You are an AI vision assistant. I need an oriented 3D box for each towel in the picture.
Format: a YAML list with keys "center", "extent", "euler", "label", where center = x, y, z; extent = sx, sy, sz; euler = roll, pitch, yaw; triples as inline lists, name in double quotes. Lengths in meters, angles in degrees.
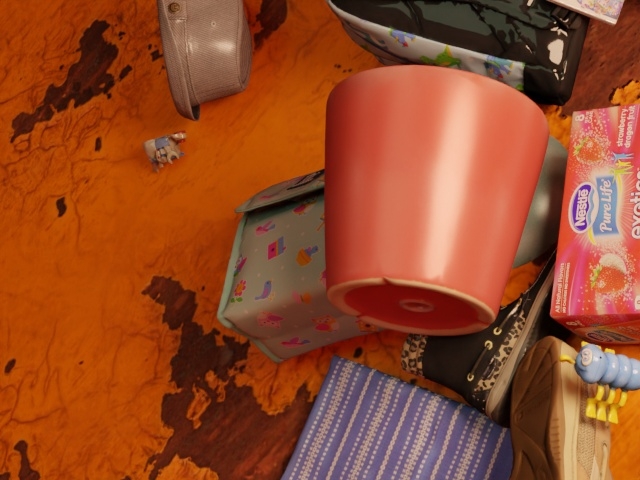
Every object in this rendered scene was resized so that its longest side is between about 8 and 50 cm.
- center: [0.089, 0.295, 1.631]
  extent: [0.336, 0.040, 0.243]
  euler: [17, 80, 41]
  label: "towel"

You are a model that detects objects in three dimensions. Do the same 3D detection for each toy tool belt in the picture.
- center: [-0.235, -0.137, 2.077]
  extent: [0.083, 0.052, 0.051]
  euler: [-13, 94, 36]
  label: "toy tool belt"

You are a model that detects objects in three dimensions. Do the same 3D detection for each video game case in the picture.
- center: [0.322, -0.320, 1.561]
  extent: [0.087, 0.011, 0.122]
  euler: [21, 80, 0]
  label: "video game case"

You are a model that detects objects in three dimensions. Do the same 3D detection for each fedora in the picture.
- center: [-0.171, -0.318, 2.021]
  extent: [0.124, 0.244, 0.275]
  euler: [-9, 58, 2]
  label: "fedora"

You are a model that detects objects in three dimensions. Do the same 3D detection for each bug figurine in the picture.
- center: [0.344, 0.227, 1.358]
  extent: [0.072, 0.216, 0.279]
  euler: [134, 142, -52]
  label: "bug figurine"

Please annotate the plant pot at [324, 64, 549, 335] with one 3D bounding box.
- center: [0.121, -0.033, 1.546]
  extent: [0.275, 0.275, 0.243]
  euler: [-6, 66, 36]
  label: "plant pot"

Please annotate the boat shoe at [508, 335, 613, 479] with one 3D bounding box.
- center: [0.263, 0.263, 1.411]
  extent: [0.121, 0.110, 0.341]
  euler: [-40, 30, 50]
  label: "boat shoe"

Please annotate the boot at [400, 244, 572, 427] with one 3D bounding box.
- center: [0.208, 0.089, 1.606]
  extent: [0.178, 0.085, 0.236]
  euler: [21, 82, 44]
  label: "boot"

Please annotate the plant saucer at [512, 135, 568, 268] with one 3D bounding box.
- center: [0.228, -0.058, 1.689]
  extent: [0.195, 0.037, 0.195]
  euler: [-17, 60, 31]
  label: "plant saucer"

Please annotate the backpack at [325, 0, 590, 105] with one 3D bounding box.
- center: [0.175, -0.329, 1.723]
  extent: [0.355, 0.273, 0.290]
  euler: [13, 81, 10]
  label: "backpack"

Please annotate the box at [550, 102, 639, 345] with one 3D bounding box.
- center: [0.353, -0.017, 1.515]
  extent: [0.128, 0.122, 0.257]
  euler: [-4, 68, 37]
  label: "box"

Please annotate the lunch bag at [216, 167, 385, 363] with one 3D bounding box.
- center: [0.000, 0.000, 1.759]
  extent: [0.223, 0.160, 0.262]
  euler: [-19, 47, 36]
  label: "lunch bag"
